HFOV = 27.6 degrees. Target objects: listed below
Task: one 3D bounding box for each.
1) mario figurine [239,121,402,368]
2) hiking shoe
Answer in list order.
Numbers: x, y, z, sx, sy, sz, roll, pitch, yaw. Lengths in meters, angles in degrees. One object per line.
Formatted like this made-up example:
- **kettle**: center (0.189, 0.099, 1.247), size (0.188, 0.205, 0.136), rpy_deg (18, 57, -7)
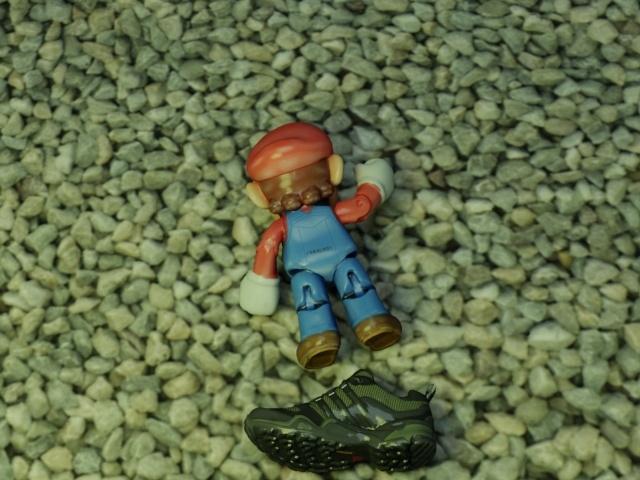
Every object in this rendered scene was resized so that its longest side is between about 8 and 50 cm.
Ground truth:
- **mario figurine**: center (0.000, 0.000, 1.657), size (0.198, 0.170, 0.320), rpy_deg (-1, 65, -35)
- **hiking shoe**: center (0.025, 0.210, 1.543), size (0.227, 0.086, 0.114), rpy_deg (4, 48, 4)
